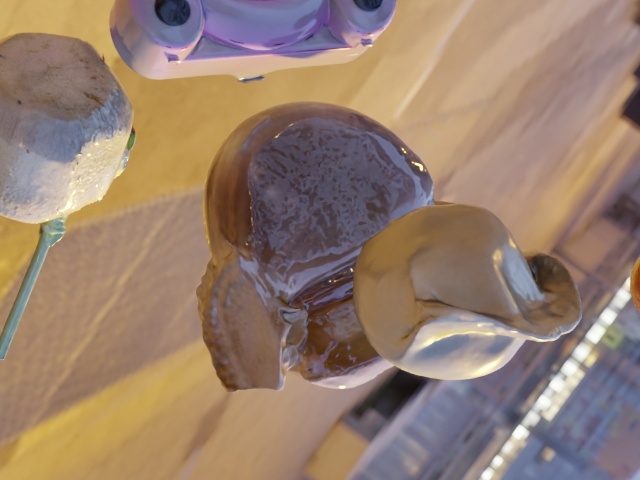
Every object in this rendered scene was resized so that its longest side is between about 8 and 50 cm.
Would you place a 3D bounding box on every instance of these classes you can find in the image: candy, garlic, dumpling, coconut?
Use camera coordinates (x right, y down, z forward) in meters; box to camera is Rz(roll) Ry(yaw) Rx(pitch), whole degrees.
[{"bbox_3d":[-0.275,-0.009,1.563,0.306,0.083,0.091,-65,165,17],"label":"candy"},{"bbox_3d":[0.001,0.000,1.474,0.132,0.279,0.325,-16,-167,48],"label":"garlic"},{"bbox_3d":[0.109,0.039,1.210,0.250,0.162,0.132,-139,-133,-71],"label":"dumpling"},{"bbox_3d":[-0.250,-0.095,1.346,0.161,0.161,0.162,-44,169,-41],"label":"coconut"}]

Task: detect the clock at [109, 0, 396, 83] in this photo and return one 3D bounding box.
[{"bbox_3d":[-0.071,-0.253,1.199,0.227,0.248,0.090,-8,167,-24],"label":"clock"}]

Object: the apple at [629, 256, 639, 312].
[{"bbox_3d":[0.343,0.030,1.318,0.146,0.146,0.146,-51,170,-13],"label":"apple"}]
